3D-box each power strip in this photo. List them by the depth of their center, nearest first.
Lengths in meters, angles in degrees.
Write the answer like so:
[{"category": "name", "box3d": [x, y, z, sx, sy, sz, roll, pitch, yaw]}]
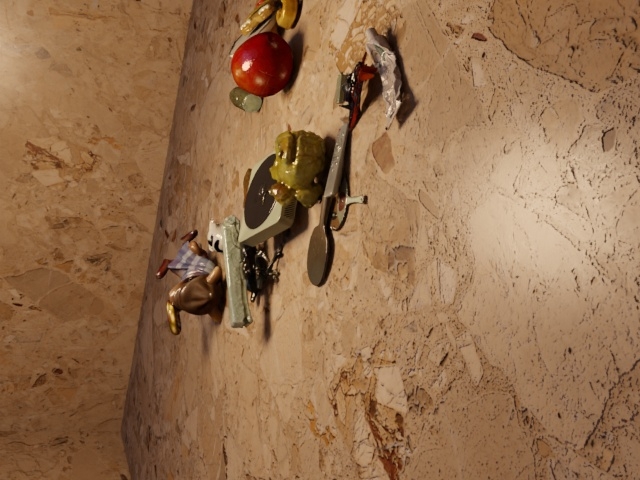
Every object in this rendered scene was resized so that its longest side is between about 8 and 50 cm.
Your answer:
[{"category": "power strip", "box3d": [0.050, -0.382, 1.760, 0.027, 0.017, 0.083, -170, 87, -65]}]

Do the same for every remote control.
[{"category": "remote control", "box3d": [0.045, -0.192, 1.703, 0.050, 0.027, 0.184, -8, 68, 65]}]

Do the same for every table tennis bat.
[{"category": "table tennis bat", "box3d": [0.000, 0.000, 1.757, 0.131, 0.022, 0.234, -135, 51, -63]}]

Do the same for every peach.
[{"category": "peach", "box3d": [-0.167, -0.527, 2.088, 0.197, 0.197, 0.197, -173, 90, -66]}]

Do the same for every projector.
[{"category": "projector", "box3d": [-0.133, -0.129, 1.999, 0.259, 0.079, 0.257, -25, 52, 56]}]

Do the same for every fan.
[{"category": "fan", "box3d": [0.054, -0.095, 1.684, 0.227, 0.008, 0.152, 178, 99, -66]}]

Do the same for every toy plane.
[{"category": "toy plane", "box3d": [0.077, -0.336, 1.627, 0.130, 0.061, 0.189, -67, -2, -46]}]

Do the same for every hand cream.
[{"category": "hand cream", "box3d": [0.139, -0.362, 1.524, 0.084, 0.050, 0.257, 122, 143, -50]}]

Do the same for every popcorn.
[{"category": "popcorn", "box3d": [-0.064, -0.186, 1.798, 0.168, 0.173, 0.195, 27, 113, 51]}]

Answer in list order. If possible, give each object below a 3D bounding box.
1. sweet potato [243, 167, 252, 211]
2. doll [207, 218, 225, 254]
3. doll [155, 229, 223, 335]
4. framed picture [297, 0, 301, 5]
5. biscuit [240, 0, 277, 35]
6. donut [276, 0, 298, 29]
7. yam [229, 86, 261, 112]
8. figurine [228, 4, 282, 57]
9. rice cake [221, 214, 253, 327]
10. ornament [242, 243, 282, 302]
[{"category": "sweet potato", "box3d": [-0.209, -0.123, 2.207, 0.273, 0.075, 0.075, -103, 31, -44]}, {"category": "doll", "box3d": [-0.299, 0.000, 2.254, 0.107, 0.110, 0.181, -58, -17, 4]}, {"category": "doll", "box3d": [-0.474, 0.151, 2.547, 0.340, 0.209, 0.318, -129, 48, -55]}, {"category": "framed picture", "box3d": [-0.073, -0.767, 2.148, 0.183, 0.011, 0.142, 128, 142, -48]}, {"category": "biscuit", "box3d": [-0.189, -0.746, 2.258, 0.158, 0.035, 0.240, -31, 28, 27]}, {"category": "donut", "box3d": [-0.104, -0.695, 2.133, 0.108, 0.043, 0.097, 115, 151, -44]}, {"category": "yam", "box3d": [-0.255, -0.480, 2.400, 0.179, 0.078, 0.078, 39, 119, 59]}, {"category": "figurine", "box3d": [-0.171, -0.626, 2.259, 0.250, 0.141, 0.166, -52, 27, -18]}, {"category": "rice cake", "box3d": [-0.251, 0.089, 2.069, 0.066, 0.063, 0.336, 135, 129, -63]}, {"category": "ornament", "box3d": [-0.183, 0.057, 2.091, 0.236, 0.080, 0.202, 135, 134, -57]}]
